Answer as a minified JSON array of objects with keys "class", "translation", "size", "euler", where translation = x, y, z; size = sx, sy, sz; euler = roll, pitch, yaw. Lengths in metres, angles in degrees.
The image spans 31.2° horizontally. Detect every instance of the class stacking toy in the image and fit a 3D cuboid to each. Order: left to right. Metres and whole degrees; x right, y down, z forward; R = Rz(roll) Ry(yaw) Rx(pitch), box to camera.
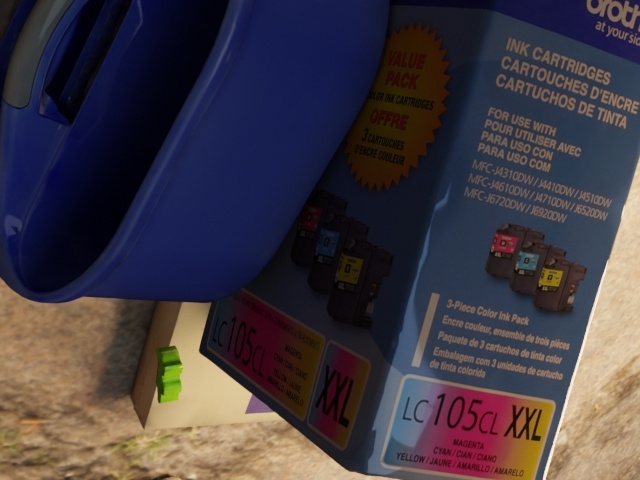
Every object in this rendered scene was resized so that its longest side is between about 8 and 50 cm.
[{"class":"stacking toy","translation":[-0.056,0.038,0.977],"size":[0.167,0.052,0.221],"euler":[-8,130,-23]}]

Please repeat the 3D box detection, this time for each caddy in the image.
[{"class":"caddy","translation":[-0.118,-0.114,0.759],"size":[0.179,0.241,0.341],"euler":[11,118,-43]}]

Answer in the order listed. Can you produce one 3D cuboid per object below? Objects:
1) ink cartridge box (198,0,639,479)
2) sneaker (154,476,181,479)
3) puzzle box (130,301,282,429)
[{"class":"ink cartridge box","translation":[0.074,-0.061,0.793],"size":[0.151,0.270,0.395],"euler":[15,93,-29]},{"class":"sneaker","translation":[-0.194,0.312,1.173],"size":[0.085,0.058,0.152],"euler":[1,120,-38]},{"class":"puzzle box","translation":[0.000,0.000,1.046],"size":[0.272,0.052,0.408],"euler":[2,124,-32]}]
